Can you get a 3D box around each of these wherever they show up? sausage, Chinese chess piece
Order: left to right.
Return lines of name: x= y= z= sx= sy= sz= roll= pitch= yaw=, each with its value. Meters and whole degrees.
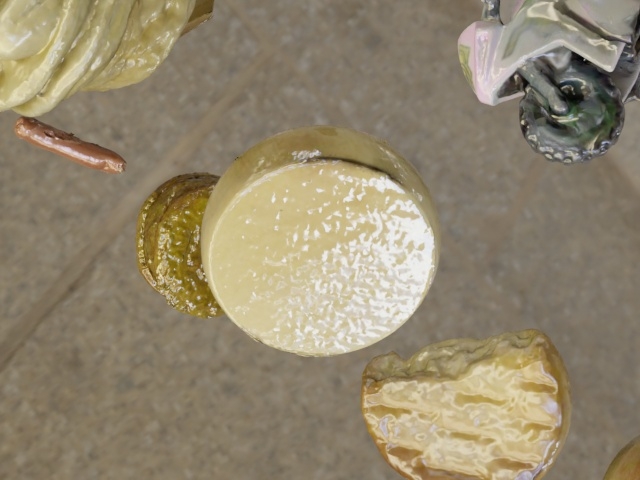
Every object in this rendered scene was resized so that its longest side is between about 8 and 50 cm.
sausage: x=-0.331 y=-0.124 z=1.889 sx=0.158 sy=0.036 sz=0.042 roll=23 pitch=21 yaw=-21
Chinese chess piece: x=0.000 y=0.000 z=1.480 sx=0.251 sy=0.251 sz=0.097 roll=38 pitch=21 yaw=-21

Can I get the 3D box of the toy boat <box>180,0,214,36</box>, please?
toy boat: x=-0.247 y=-0.327 z=2.122 sx=0.206 sy=0.064 sz=0.072 roll=-31 pitch=86 yaw=-14

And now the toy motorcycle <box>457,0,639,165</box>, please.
toy motorcycle: x=0.255 y=-0.237 z=1.407 sx=0.327 sy=0.188 sz=0.143 roll=-64 pitch=156 yaw=-10

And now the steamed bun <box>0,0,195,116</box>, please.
steamed bun: x=-0.328 y=-0.334 z=1.763 sx=0.372 sy=0.230 sz=0.325 roll=-30 pitch=65 yaw=-12

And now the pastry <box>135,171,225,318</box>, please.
pastry: x=-0.155 y=0.006 z=1.908 sx=0.189 sy=0.103 sz=0.188 roll=-5 pitch=102 yaw=-25

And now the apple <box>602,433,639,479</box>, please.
apple: x=0.373 y=0.272 z=1.265 sx=0.257 sy=0.257 sz=0.234 roll=8 pitch=74 yaw=-42

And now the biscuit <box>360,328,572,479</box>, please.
biscuit: x=0.187 y=0.225 z=1.796 sx=0.091 sy=0.274 sz=0.213 roll=-19 pitch=102 yaw=-67
